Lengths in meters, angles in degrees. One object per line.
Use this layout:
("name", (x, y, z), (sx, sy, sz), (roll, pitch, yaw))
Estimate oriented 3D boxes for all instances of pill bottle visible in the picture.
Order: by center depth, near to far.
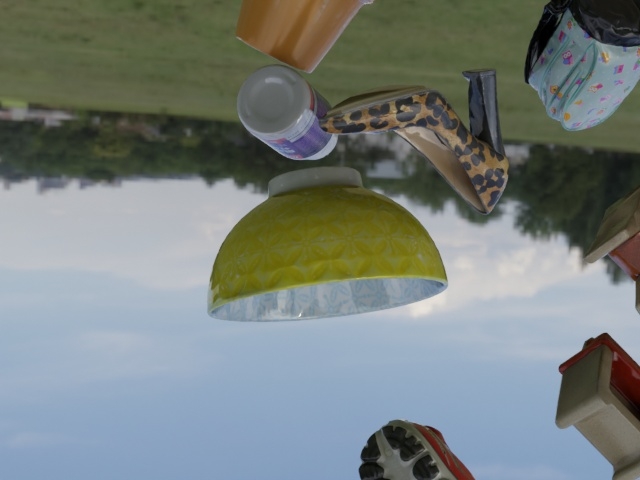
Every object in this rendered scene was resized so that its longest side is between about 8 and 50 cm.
("pill bottle", (-0.039, -0.179, 1.628), (0.108, 0.108, 0.193), (5, 172, 19))

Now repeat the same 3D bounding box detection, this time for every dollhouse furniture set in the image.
("dollhouse furniture set", (0.310, 0.073, 0.870), (0.259, 0.262, 0.135), (-41, -175, 36))

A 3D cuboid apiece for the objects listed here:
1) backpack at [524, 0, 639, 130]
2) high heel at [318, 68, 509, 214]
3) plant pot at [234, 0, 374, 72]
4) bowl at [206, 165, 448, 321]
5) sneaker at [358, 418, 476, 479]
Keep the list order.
("backpack", (0.337, -0.228, 1.394), (0.152, 0.115, 0.182), (-4, 145, -26))
("high heel", (0.122, -0.100, 1.363), (0.261, 0.186, 0.093), (-14, -164, -26))
("plant pot", (-0.031, -0.358, 1.636), (0.205, 0.188, 0.205), (26, -169, -6))
("bowl", (0.000, 0.000, 1.340), (0.289, 0.156, 0.289), (-7, 169, -1))
("sneaker", (0.152, 0.296, 1.112), (0.107, 0.279, 0.118), (-39, 158, 24))
